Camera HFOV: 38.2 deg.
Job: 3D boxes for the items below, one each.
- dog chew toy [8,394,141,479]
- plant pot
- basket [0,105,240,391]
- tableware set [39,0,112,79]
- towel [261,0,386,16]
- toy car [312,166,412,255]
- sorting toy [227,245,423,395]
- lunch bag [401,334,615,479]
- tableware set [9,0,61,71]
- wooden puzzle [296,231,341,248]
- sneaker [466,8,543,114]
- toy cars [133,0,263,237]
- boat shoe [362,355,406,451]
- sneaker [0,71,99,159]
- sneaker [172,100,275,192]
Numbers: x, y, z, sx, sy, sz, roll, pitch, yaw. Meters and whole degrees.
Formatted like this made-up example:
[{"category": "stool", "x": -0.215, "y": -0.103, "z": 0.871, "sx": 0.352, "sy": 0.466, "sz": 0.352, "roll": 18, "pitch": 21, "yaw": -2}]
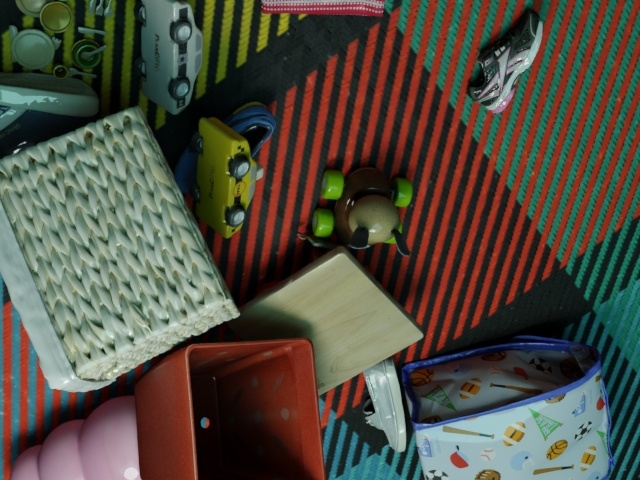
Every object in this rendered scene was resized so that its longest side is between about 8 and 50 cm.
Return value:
[{"category": "dog chew toy", "x": -0.426, "y": 0.415, "z": 1.714, "sx": 0.331, "sy": 0.207, "sz": 0.207, "roll": -19, "pitch": 123, "yaw": 9}, {"category": "plant pot", "x": -0.175, "y": 0.314, "z": 1.579, "sx": 0.267, "sy": 0.235, "sz": 0.267, "roll": 2, "pitch": 79, "yaw": -42}, {"category": "basket", "x": -0.307, "y": 0.019, "z": 1.360, "sx": 0.266, "sy": 0.328, "sz": 0.331, "roll": -26, "pitch": 83, "yaw": -6}, {"category": "tableware set", "x": -0.365, "y": -0.312, "z": 1.371, "sx": 0.104, "sy": 0.024, "sz": 0.154, "roll": 6, "pitch": 119, "yaw": -29}, {"category": "towel", "x": 0.018, "y": -0.418, "z": 1.317, "sx": 0.198, "sy": 0.031, "sz": 0.275, "roll": 0, "pitch": 151, "yaw": -7}, {"category": "toy car", "x": 0.085, "y": -0.024, "z": 1.558, "sx": 0.155, "sy": 0.188, "sz": 0.149, "roll": 5, "pitch": 119, "yaw": -15}, {"category": "sorting toy", "x": 0.009, "y": 0.134, "z": 1.680, "sx": 0.257, "sy": 0.089, "sz": 0.255, "roll": -32, "pitch": 123, "yaw": 20}, {"category": "lunch bag", "x": 0.382, "y": 0.378, "z": 1.842, "sx": 0.385, "sy": 0.239, "sz": 0.328, "roll": -14, "pitch": 121, "yaw": 4}, {"category": "tableware set", "x": -0.464, "y": -0.327, "z": 1.357, "sx": 0.168, "sy": 0.020, "sz": 0.141, "roll": 9, "pitch": 119, "yaw": -19}, {"category": "wooden puzzle", "x": 0.000, "y": 0.000, "z": 1.626, "sx": 0.083, "sy": 0.049, "sz": 0.006, "roll": 10, "pitch": 110, "yaw": -30}, {"category": "sneaker", "x": 0.299, "y": -0.297, "z": 1.514, "sx": 0.077, "sy": 0.072, "sz": 0.178, "roll": 20, "pitch": 109, "yaw": -11}, {"category": "toy cars", "x": -0.177, "y": -0.200, "z": 1.406, "sx": 0.087, "sy": 0.176, "sz": 0.394, "roll": -30, "pitch": 102, "yaw": -37}, {"category": "boat shoe", "x": 0.125, "y": 0.331, "z": 1.855, "sx": 0.081, "sy": 0.079, "sz": 0.227, "roll": -9, "pitch": 118, "yaw": 4}, {"category": "sneaker", "x": -0.513, "y": -0.182, "z": 1.367, "sx": 0.350, "sy": 0.131, "sz": 0.148, "roll": 9, "pitch": 114, "yaw": -18}, {"category": "sneaker", "x": -0.160, "y": -0.141, "z": 1.499, "sx": 0.209, "sy": 0.082, "sz": 0.069, "roll": -37, "pitch": 123, "yaw": 13}]
